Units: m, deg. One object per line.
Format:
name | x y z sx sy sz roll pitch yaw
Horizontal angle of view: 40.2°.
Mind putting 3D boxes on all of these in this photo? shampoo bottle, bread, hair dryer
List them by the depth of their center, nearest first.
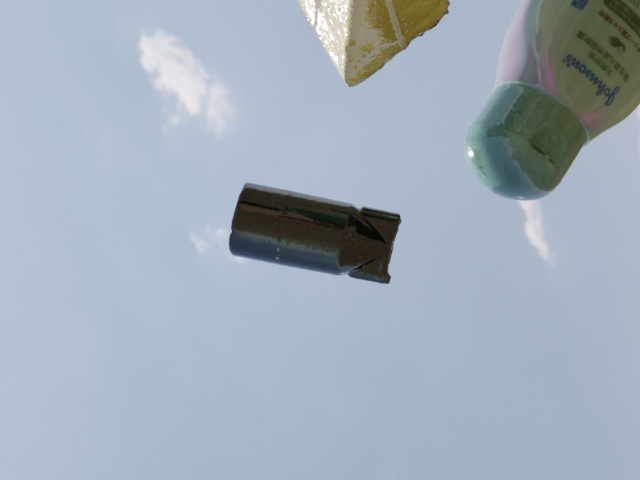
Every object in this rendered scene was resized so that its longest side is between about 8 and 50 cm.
bread | 0.010 -0.312 0.995 0.264 0.163 0.168 15 -137 -62
shampoo bottle | 0.328 -0.211 1.201 0.222 0.151 0.349 38 -100 -17
hair dryer | 0.000 0.000 1.399 0.302 0.244 0.116 56 -133 -84
